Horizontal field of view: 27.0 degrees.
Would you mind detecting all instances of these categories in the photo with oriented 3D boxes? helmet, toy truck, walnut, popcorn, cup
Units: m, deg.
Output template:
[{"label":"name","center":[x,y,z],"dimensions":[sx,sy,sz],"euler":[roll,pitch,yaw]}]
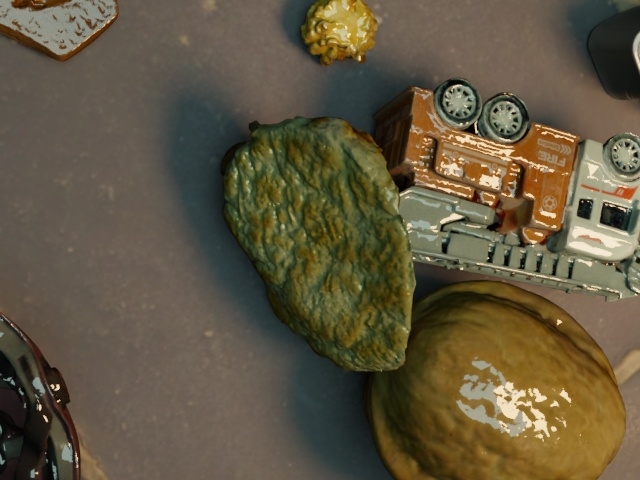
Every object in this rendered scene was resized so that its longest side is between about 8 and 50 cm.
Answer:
[{"label":"helmet","center":[-0.366,0.203,1.307],"dimensions":[0.271,0.197,0.338],"euler":[-19,92,-4]},{"label":"toy truck","center":[0.218,-0.039,1.436],"dimensions":[0.338,0.133,0.184],"euler":[16,76,-14]},{"label":"walnut","center":[0.182,0.177,1.414],"dimensions":[0.283,0.227,0.283],"euler":[1,85,-12]},{"label":"popcorn","center":[0.022,-0.226,1.437],"dimensions":[0.082,0.057,0.083],"euler":[-38,98,-15]},{"label":"cup","center":[0.375,-0.193,1.487],"dimensions":[0.095,0.129,0.128],"euler":[-25,103,-3]}]

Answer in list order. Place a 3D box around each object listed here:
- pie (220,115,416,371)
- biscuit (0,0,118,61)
[{"label":"pie","center":[0.006,0.002,1.351],"dimensions":[0.105,0.257,0.274],"euler":[-23,99,-36]},{"label":"biscuit","center":[-0.277,-0.305,1.372],"dimensions":[0.182,0.034,0.215],"euler":[25,86,-14]}]
